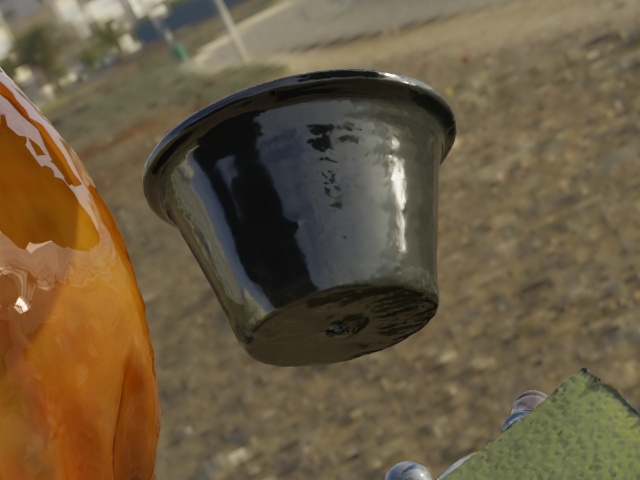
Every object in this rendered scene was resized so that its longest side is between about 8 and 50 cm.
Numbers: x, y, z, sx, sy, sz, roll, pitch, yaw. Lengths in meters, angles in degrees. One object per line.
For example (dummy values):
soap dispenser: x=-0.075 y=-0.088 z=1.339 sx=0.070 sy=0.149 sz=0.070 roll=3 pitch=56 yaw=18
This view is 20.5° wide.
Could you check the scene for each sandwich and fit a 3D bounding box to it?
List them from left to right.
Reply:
sandwich: x=0.142 y=0.204 z=0.992 sx=0.212 sy=0.063 sz=0.245 roll=-36 pitch=33 yaw=-7

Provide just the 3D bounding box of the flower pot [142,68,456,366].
flower pot: x=0.000 y=0.000 z=1.266 sx=0.235 sy=0.148 sz=0.235 roll=-12 pitch=-23 yaw=-5

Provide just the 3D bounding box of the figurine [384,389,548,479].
figurine: x=0.192 y=0.269 z=1.723 sx=0.261 sy=0.186 sz=0.382 roll=11 pitch=16 yaw=12

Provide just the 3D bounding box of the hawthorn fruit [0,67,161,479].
hawthorn fruit: x=-0.288 y=0.097 z=0.889 sx=0.472 sy=0.472 sz=0.472 roll=-25 pitch=9 yaw=4
